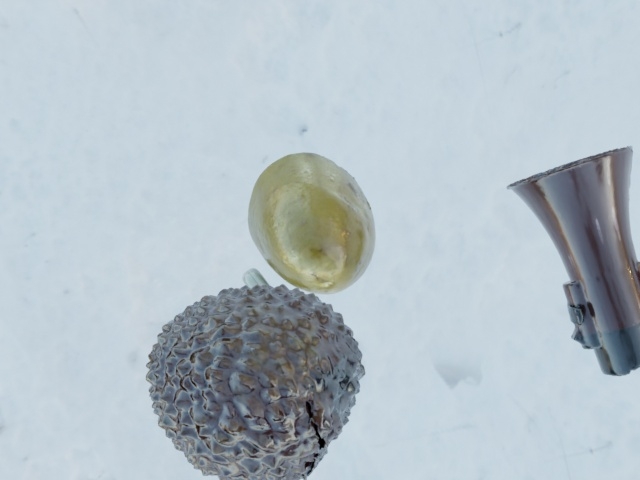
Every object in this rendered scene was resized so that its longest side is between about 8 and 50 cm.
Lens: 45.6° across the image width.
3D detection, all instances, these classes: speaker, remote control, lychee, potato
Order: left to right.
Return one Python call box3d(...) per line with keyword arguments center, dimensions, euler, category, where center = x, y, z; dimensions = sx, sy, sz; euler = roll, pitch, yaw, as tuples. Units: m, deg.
box3d(center=(-0.055, 0.119, 0.641), dimensions=(0.187, 0.188, 0.188), euler=(1, 93, 14), category="lychee")
box3d(center=(-0.072, 0.094, 1.107), dimensions=(0.032, 0.074, 0.122), euler=(-35, 47, -11), category="remote control")
box3d(center=(0.000, 0.000, 1.040), dimensions=(0.178, 0.158, 0.204), euler=(-18, 120, -5), category="potato")
box3d(center=(0.468, 0.016, 1.183), dimensions=(0.259, 0.198, 0.330), euler=(-23, 89, -21), category="speaker")
